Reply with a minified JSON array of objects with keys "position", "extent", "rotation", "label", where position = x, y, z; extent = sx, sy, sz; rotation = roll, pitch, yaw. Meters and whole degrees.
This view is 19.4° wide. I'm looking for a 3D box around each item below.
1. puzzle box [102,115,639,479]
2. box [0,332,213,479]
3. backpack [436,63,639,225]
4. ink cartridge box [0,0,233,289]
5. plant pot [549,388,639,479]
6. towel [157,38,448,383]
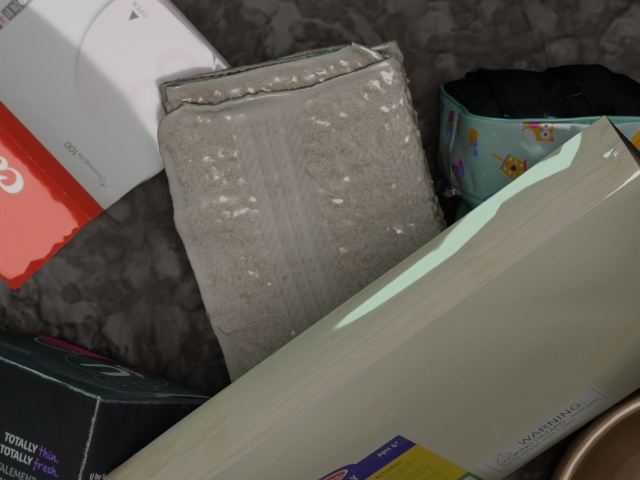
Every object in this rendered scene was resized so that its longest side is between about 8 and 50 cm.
[{"position":[0.084,0.098,1.269],"extent":[0.409,0.272,0.052],"rotation":[-36,59,13],"label":"puzzle box"},{"position":[-0.202,0.215,1.317],"extent":[0.165,0.143,0.270],"rotation":[18,96,33],"label":"box"},{"position":[0.170,-0.054,1.334],"extent":[0.165,0.188,0.144],"rotation":[0,95,-6],"label":"backpack"},{"position":[-0.200,-0.102,1.357],"extent":[0.232,0.066,0.189],"rotation":[-44,101,-4],"label":"ink cartridge box"},{"position":[0.275,0.214,1.409],"extent":[0.237,0.110,0.237],"rotation":[0,95,-5],"label":"plant pot"},{"position":[0.000,0.000,1.341],"extent":[0.187,0.049,0.282],"rotation":[-12,113,14],"label":"towel"}]
